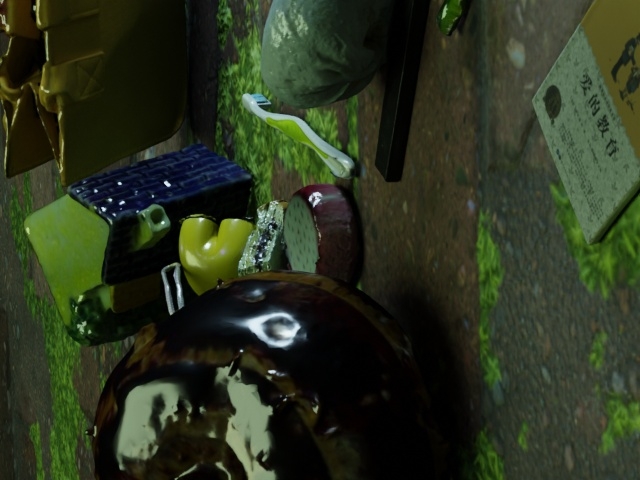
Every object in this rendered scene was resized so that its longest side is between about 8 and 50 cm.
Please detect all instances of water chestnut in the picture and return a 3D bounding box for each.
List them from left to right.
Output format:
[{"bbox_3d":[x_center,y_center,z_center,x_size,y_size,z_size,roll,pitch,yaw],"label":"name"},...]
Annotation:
[{"bbox_3d":[-0.027,0.160,1.317,0.300,0.300,0.300,176,90,-69],"label":"water chestnut"}]

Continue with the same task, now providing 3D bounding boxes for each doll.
[{"bbox_3d":[-0.100,0.096,1.555,0.135,0.143,0.221,57,-139,-61],"label":"doll"}]

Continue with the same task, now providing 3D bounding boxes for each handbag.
[{"bbox_3d":[-0.257,-0.279,1.733,0.283,0.133,0.401,-42,-44,-65],"label":"handbag"}]

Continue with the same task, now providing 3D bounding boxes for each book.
[{"bbox_3d":[0.184,-0.091,0.999,0.172,0.012,0.118,117,143,-53],"label":"book"}]

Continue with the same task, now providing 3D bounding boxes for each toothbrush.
[{"bbox_3d":[-0.024,-0.101,1.520,0.263,0.026,0.022,-137,41,-61],"label":"toothbrush"}]

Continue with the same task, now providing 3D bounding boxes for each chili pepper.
[{"bbox_3d":[0.105,-0.182,1.182,0.027,0.022,0.083,-67,5,-31],"label":"chili pepper"}]

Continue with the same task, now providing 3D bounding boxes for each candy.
[{"bbox_3d":[0.000,0.000,1.450,0.103,0.043,0.103,176,90,-69],"label":"candy"}]

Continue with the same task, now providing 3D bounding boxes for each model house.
[{"bbox_3d":[-0.169,-0.002,1.703,0.211,0.194,0.170,-25,85,55],"label":"model house"}]

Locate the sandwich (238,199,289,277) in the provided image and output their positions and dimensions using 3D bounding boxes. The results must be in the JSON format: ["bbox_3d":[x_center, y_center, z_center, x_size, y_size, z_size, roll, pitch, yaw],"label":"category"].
[{"bbox_3d":[-0.043,0.012,1.510,0.093,0.035,0.105,11,-105,-65],"label":"sandwich"}]

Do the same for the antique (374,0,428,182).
[{"bbox_3d":[0.065,-0.138,1.295,0.031,0.015,0.192,-126,38,-54],"label":"antique"}]

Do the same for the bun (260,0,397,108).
[{"bbox_3d":[0.015,-0.166,1.291,0.083,0.141,0.141,25,125,21],"label":"bun"}]
